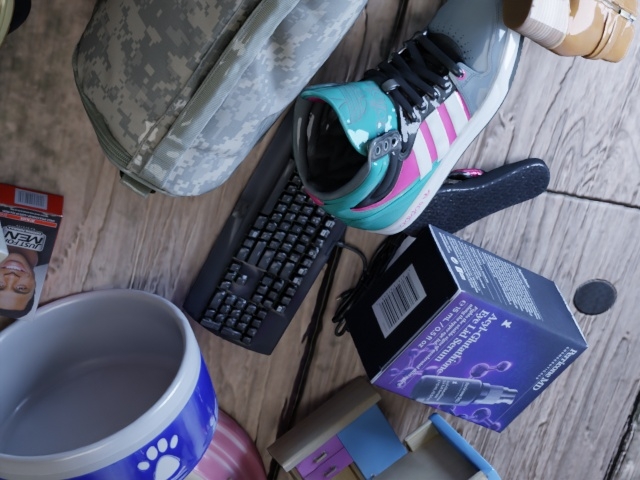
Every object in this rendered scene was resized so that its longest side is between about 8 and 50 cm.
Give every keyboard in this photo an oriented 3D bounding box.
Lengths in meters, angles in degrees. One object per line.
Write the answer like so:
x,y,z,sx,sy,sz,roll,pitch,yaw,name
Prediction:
0.000,0.000,2.059,0.201,0.033,0.317,20,120,-17,keyboard

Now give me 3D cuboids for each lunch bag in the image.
-0.083,-0.206,1.775,0.212,0.256,0.305,30,116,-18,lunch bag

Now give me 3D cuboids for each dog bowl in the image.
-0.244,0.173,2.011,0.265,0.265,0.104,-16,126,5,dog bowl

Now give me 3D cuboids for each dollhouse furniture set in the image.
0.060,0.343,2.089,0.286,0.303,0.198,-37,121,-9,dollhouse furniture set

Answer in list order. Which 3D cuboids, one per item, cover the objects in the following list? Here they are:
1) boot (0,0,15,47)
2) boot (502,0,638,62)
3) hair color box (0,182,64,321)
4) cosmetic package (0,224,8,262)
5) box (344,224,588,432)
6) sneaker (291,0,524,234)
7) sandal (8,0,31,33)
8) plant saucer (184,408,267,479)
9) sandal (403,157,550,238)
-0.375,-0.200,1.756,0.165,0.077,0.213,-4,129,-33,boot
0.259,-0.276,1.877,0.152,0.073,0.197,13,95,-38,boot
-0.322,0.014,2.031,0.072,0.043,0.141,11,122,-13,hair color box
-0.486,0.039,1.959,0.309,0.113,0.160,-39,141,21,cosmetic package
0.157,0.098,2.063,0.207,0.108,0.153,22,120,-35,box
0.070,-0.141,1.873,0.178,0.124,0.295,7,118,-52,sneaker
-0.345,-0.285,1.792,0.097,0.054,0.254,-38,134,0,sandal
-0.223,0.318,2.218,0.332,0.084,0.332,-3,124,-4,plant saucer
0.156,-0.050,2.036,0.179,0.040,0.067,-18,136,-13,sandal
